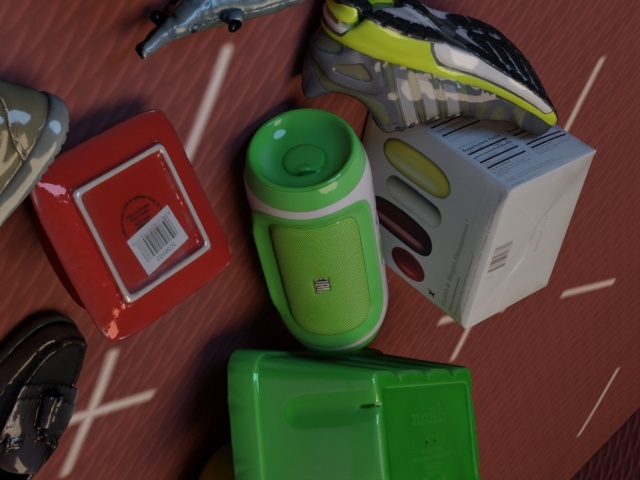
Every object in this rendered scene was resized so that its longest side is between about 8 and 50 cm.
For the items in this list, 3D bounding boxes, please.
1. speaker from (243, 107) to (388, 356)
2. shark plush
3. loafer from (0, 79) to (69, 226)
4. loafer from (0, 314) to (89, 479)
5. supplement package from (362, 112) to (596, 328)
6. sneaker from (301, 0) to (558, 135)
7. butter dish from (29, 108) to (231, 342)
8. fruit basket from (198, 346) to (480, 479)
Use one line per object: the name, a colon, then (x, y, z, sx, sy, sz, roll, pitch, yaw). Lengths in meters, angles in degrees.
speaker: (0.000, 0.000, 1.255, 0.131, 0.131, 0.296, -39, 147, -19)
shark plush: (-0.083, -0.197, 0.993, 0.161, 0.067, 0.073, -24, 140, -37)
loafer: (-0.294, -0.021, 0.910, 0.087, 0.094, 0.251, 35, 85, -35)
loafer: (-0.297, 0.214, 1.129, 0.302, 0.095, 0.109, -56, 149, 9)
supplement package: (0.157, -0.053, 1.325, 0.149, 0.203, 0.194, -23, 139, -37)
sneaker: (0.109, -0.162, 1.201, 0.300, 0.111, 0.121, 18, 127, -27)
butter dish: (-0.183, -0.010, 1.029, 0.160, 0.118, 0.160, -37, 108, -41)
fruit basket: (-0.025, 0.272, 1.451, 0.392, 0.392, 0.283, 6, 77, -54)
